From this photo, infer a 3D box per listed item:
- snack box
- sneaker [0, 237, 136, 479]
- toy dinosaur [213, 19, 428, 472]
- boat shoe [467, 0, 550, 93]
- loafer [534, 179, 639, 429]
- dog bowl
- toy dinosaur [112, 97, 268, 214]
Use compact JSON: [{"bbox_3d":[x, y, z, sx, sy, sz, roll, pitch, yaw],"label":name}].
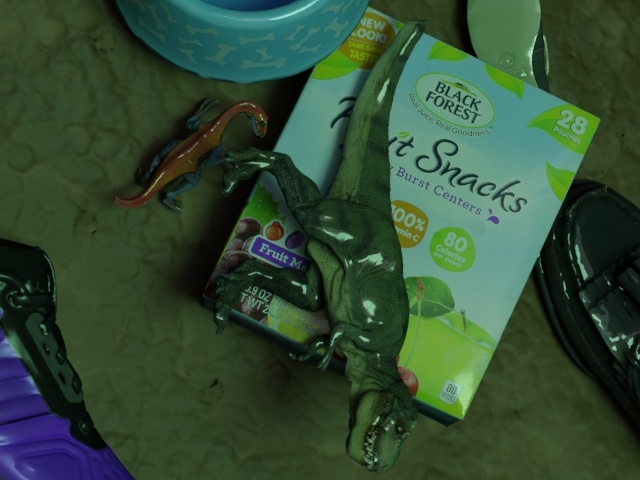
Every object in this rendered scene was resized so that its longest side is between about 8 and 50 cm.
[{"bbox_3d":[0.048,-0.017,1.057,0.174,0.070,0.207,25,79,1],"label":"snack box"},{"bbox_3d":[-0.178,0.077,0.978,0.293,0.102,0.146,35,78,-17],"label":"sneaker"},{"bbox_3d":[0.000,0.000,0.990,0.118,0.064,0.268,3,77,-5],"label":"toy dinosaur"},{"bbox_3d":[0.127,-0.120,1.127,0.049,0.043,0.137,-10,92,15],"label":"boat shoe"},{"bbox_3d":[0.247,0.092,1.143,0.109,0.095,0.303,-33,101,-17],"label":"loafer"},{"bbox_3d":[-0.037,-0.245,1.015,0.165,0.074,0.297,7,82,-4],"label":"dog bowl"},{"bbox_3d":[-0.070,-0.051,1.036,0.047,0.090,0.082,45,120,-5],"label":"toy dinosaur"}]
